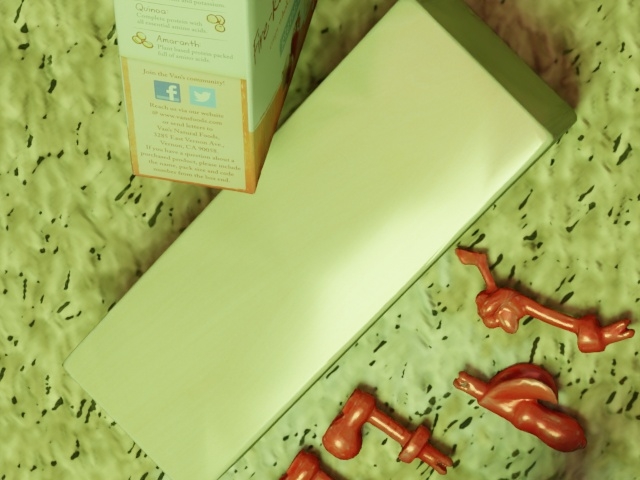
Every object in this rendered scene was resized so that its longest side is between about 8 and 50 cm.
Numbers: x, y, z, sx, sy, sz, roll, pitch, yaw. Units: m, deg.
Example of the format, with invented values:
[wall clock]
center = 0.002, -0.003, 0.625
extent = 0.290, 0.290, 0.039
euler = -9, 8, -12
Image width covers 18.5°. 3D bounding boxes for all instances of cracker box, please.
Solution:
[cracker box]
center = -0.044, -0.157, 0.890
extent = 0.067, 0.155, 0.232
euler = 9, 140, 9

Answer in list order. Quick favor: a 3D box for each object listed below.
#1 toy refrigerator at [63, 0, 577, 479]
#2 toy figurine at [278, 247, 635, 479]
[toy refrigerator]
center = 0.000, 0.000, 1.012
extent = 0.102, 0.094, 0.269
euler = 45, 109, 4
[toy figurine]
center = 0.042, 0.205, 0.995
extent = 0.191, 0.217, 0.362
euler = 37, 109, -1
